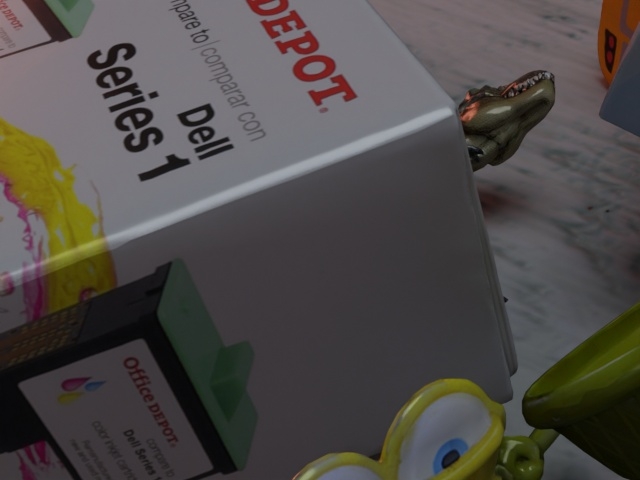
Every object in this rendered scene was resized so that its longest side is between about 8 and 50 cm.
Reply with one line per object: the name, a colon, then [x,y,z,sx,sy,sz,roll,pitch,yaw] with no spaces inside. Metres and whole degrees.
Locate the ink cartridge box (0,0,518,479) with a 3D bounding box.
ink cartridge box: [-0.105,0.003,0.516,0.278,0.117,0.201,-20,37,-8]

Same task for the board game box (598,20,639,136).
board game box: [0.321,-0.103,0.671,0.318,0.066,0.319,28,55,8]

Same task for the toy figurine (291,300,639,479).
toy figurine: [0.063,0.156,0.380,0.362,0.191,0.217,-28,72,-36]

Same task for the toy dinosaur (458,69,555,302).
toy dinosaur: [0.000,0.000,0.649,0.268,0.064,0.118,-17,34,-21]

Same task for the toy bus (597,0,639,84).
toy bus: [0.323,-0.122,0.818,0.332,0.108,0.130,-8,33,-17]
